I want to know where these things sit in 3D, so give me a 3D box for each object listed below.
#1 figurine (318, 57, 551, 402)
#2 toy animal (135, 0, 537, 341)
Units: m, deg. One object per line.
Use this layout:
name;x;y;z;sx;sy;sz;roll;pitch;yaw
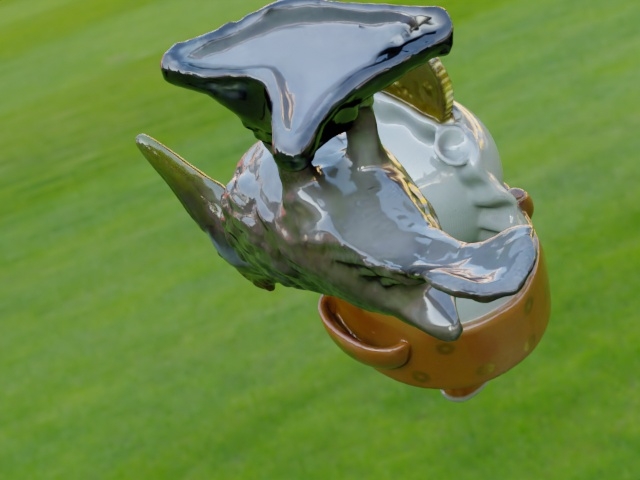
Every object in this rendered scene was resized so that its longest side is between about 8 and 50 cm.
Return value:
figurine;0.066;-0.013;0.983;0.143;0.271;0.143;1;36;-1
toy animal;-0.004;-0.009;0.500;0.070;0.105;0.202;-32;-1;-20
